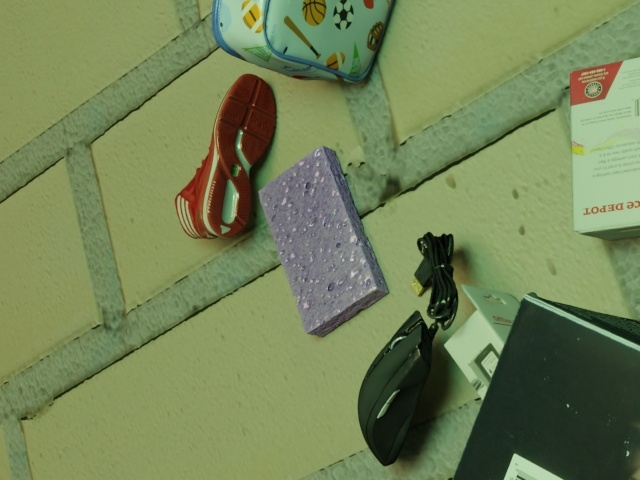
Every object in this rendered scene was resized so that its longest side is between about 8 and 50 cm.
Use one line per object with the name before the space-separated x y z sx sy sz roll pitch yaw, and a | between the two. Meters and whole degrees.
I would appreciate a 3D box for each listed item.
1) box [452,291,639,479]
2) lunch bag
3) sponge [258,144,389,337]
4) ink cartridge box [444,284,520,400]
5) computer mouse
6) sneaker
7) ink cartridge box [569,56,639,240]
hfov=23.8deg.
box | 0.275 0.251 1.385 0.179 0.312 0.343 25 99 40
lunch bag | -0.011 -0.346 1.793 0.115 0.243 0.303 11 90 41
sponge | 0.000 0.000 1.856 0.117 0.031 0.210 -36 59 30
ink cartridge box | 0.205 0.134 1.606 0.060 0.104 0.180 -50 53 23
computer mouse | 0.088 0.112 1.704 0.184 0.060 0.262 -85 11 -55
sneaker | -0.137 -0.105 1.960 0.128 0.087 0.221 -11 58 53
ink cartridge box | 0.328 -0.094 1.565 0.127 0.072 0.175 -8 77 39
